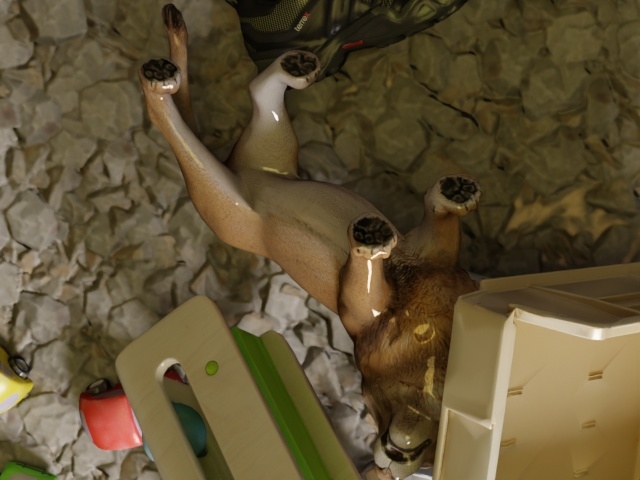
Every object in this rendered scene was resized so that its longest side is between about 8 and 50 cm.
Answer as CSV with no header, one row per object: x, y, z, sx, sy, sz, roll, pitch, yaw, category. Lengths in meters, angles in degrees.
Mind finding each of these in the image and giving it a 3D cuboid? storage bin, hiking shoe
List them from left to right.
0.033,-0.207,0.914,0.227,0.086,0.114,-27,103,9,hiking shoe
0.209,0.158,0.842,0.260,0.123,0.262,-4,106,-38,storage bin

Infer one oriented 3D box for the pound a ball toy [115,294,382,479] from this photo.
-0.027,0.223,0.922,0.136,0.208,0.319,-37,58,12,pound a ball toy

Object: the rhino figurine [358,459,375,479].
-0.029,0.244,1.024,0.243,0.073,0.106,-6,92,1,rhino figurine

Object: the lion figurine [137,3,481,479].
0.000,0.000,0.914,0.142,0.240,0.392,-32,61,-21,lion figurine

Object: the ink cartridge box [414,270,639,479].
0.252,0.156,1.000,0.371,0.069,0.176,15,103,-3,ink cartridge box

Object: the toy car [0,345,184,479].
-0.255,0.196,1.034,0.239,0.053,0.225,17,103,-1,toy car
